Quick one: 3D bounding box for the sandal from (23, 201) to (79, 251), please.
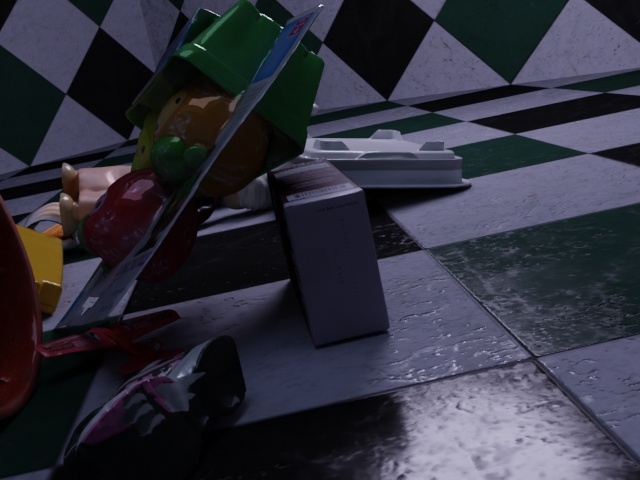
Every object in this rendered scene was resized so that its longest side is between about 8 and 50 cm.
[{"bbox_3d":[-0.465,-0.029,1.424,0.102,0.076,0.265,-12,13,-1],"label":"sandal"}]

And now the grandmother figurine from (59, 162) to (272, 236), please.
[{"bbox_3d":[-0.247,-0.085,1.352,0.342,0.208,0.104,-2,-23,-7],"label":"grandmother figurine"}]

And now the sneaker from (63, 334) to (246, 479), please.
[{"bbox_3d":[-0.119,0.125,0.557,0.077,0.072,0.178,-19,2,23],"label":"sneaker"}]

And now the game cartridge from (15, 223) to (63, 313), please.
[{"bbox_3d":[-0.481,0.004,1.064,0.285,0.053,0.323,20,5,-20],"label":"game cartridge"}]

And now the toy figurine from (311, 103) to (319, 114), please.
[{"bbox_3d":[-0.095,-0.210,1.585,0.213,0.210,0.148,-6,9,18],"label":"toy figurine"}]

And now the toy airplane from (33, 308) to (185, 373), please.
[{"bbox_3d":[-0.184,0.097,0.774,0.151,0.028,0.151,-6,10,1],"label":"toy airplane"}]

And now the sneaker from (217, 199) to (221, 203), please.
[{"bbox_3d":[-0.267,-0.082,1.462,0.293,0.102,0.146,-13,20,7],"label":"sneaker"}]

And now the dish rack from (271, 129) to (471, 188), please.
[{"bbox_3d":[0.065,-0.137,1.331,0.285,0.072,0.333,-1,12,-14],"label":"dish rack"}]

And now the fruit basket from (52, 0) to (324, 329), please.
[{"bbox_3d":[-0.159,-0.068,0.832,0.353,0.165,0.327,-54,16,-20],"label":"fruit basket"}]

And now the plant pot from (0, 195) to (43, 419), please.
[{"bbox_3d":[-0.422,0.058,0.684,0.265,0.272,0.272,-18,13,3],"label":"plant pot"}]

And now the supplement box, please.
[{"bbox_3d":[0.000,0.000,0.803,0.073,0.130,0.239,-13,13,-4],"label":"supplement box"}]
